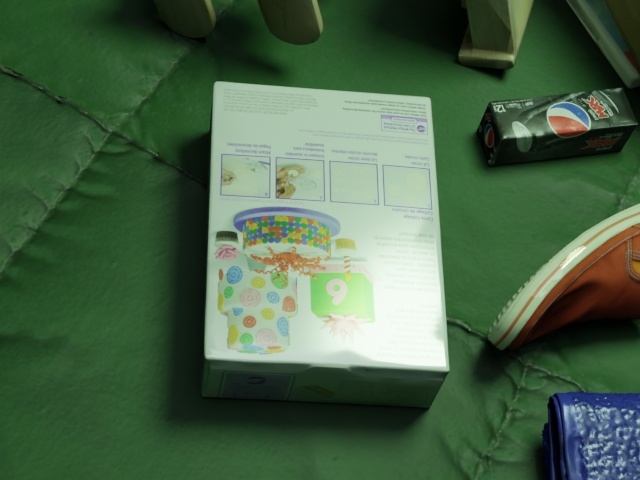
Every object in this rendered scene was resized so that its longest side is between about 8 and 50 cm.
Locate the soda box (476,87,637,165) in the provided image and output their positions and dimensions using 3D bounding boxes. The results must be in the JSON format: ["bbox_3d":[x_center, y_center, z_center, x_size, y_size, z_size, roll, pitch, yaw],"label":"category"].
[{"bbox_3d":[0.269,-0.130,1.529,0.168,0.060,0.053,-8,62,-14],"label":"soda box"}]

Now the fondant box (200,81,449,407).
[{"bbox_3d":[0.000,0.000,1.387,0.238,0.096,0.330,4,58,-7],"label":"fondant box"}]

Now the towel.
[{"bbox_3d":[0.374,0.263,1.313,0.308,0.076,0.228,2,66,-9],"label":"towel"}]

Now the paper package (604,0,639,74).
[{"bbox_3d":[0.468,-0.386,1.544,0.324,0.168,0.310,-25,85,-6],"label":"paper package"}]

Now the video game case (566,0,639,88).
[{"bbox_3d":[0.397,-0.332,1.693,0.204,0.025,0.285,-20,65,-20],"label":"video game case"}]

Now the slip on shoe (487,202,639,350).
[{"bbox_3d":[0.315,0.038,1.410,0.331,0.123,0.101,-24,70,-27],"label":"slip on shoe"}]

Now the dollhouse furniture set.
[{"bbox_3d":[0.045,-0.369,1.582,0.394,0.256,0.362,8,57,20],"label":"dollhouse furniture set"}]
